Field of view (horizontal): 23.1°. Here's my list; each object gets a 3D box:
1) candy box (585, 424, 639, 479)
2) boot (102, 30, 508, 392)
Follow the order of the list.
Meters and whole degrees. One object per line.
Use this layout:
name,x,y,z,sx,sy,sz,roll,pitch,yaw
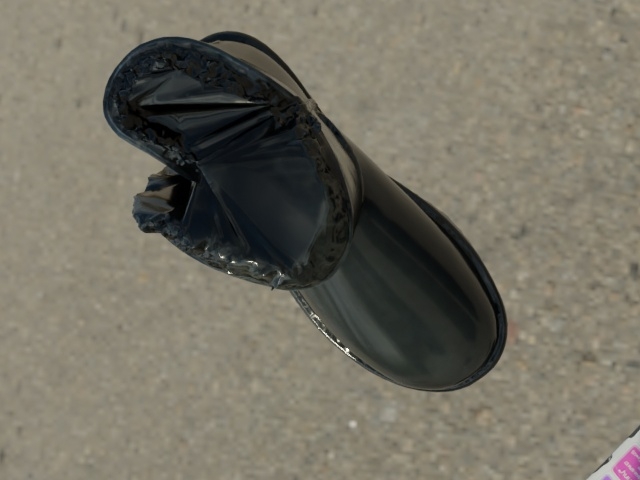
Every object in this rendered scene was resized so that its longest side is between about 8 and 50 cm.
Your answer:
candy box,0.245,0.185,1.060,0.196,0.165,0.070,-49,54,12
boot,0.000,0.000,0.761,0.094,0.246,0.207,-40,6,9
